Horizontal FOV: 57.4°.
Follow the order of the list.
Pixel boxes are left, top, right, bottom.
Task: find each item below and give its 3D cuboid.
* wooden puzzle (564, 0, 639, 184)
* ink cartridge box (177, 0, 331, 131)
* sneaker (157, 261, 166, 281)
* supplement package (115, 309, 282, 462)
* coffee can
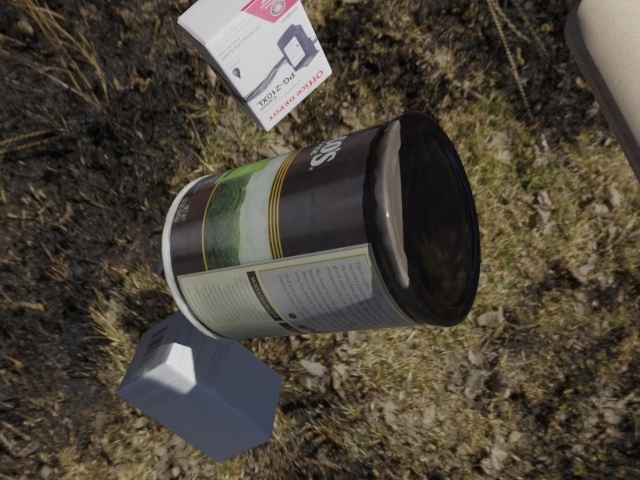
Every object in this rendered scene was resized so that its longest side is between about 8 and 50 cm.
[{"bbox_3d":[0.367,-0.043,0.381,0.348,0.080,0.322,-2,63,-22],"label":"wooden puzzle"},{"bbox_3d":[-0.101,-0.328,0.998,0.172,0.237,0.100,-43,60,-2],"label":"ink cartridge box"},{"bbox_3d":[-0.219,0.055,1.165,0.110,0.292,0.118,20,85,19],"label":"sneaker"},{"bbox_3d":[-0.152,0.190,0.766,0.105,0.105,0.179,-33,116,26],"label":"supplement package"},{"bbox_3d":[0.000,0.000,0.617,0.275,0.201,0.201,-11,74,34],"label":"coffee can"}]
